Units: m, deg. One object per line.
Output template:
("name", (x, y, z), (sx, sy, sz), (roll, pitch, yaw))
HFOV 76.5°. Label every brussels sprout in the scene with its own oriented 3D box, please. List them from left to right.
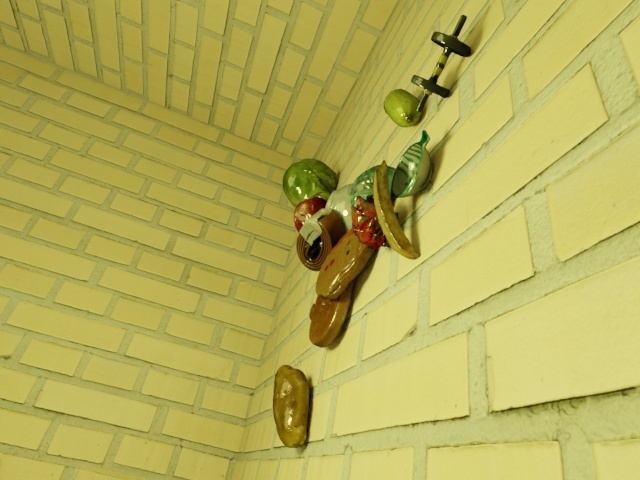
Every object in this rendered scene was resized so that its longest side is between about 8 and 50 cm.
("brussels sprout", (-0.087, -0.367, 2.772), (0.425, 0.361, 0.342), (-82, 18, -46))

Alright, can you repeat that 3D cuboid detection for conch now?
("conch", (0.209, -0.174, 1.616), (0.220, 0.195, 0.277), (-9, 31, 48))

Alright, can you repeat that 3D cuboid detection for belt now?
("belt", (0.000, 0.000, 1.968), (0.122, 0.217, 0.338), (-37, -23, -38))

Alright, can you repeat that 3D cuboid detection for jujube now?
("jujube", (-0.018, -0.074, 2.180), (0.223, 0.223, 0.317), (162, 91, -76))

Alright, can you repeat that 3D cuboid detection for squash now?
("squash", (0.344, -0.538, 1.662), (0.247, 0.133, 0.132), (-97, 29, -61))

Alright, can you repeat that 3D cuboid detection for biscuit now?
("biscuit", (0.048, 0.280, 1.776), (0.350, 0.070, 0.394), (-43, 26, 57))
("biscuit", (0.108, 0.072, 1.680), (0.381, 0.074, 0.359), (-49, 18, 32))

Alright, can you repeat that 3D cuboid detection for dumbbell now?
("dumbbell", (0.413, -0.602, 1.397), (0.143, 0.143, 0.325), (-94, 26, -63))

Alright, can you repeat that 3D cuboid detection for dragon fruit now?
("dragon fruit", (0.194, -0.063, 1.448), (0.182, 0.182, 0.188), (128, 160, -57))

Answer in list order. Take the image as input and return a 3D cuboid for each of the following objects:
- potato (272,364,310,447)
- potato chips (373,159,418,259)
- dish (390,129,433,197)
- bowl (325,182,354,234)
("potato", (-0.120, 0.702, 1.726), (0.196, 0.176, 0.369), (-27, 34, 9))
("potato chips", (0.225, -0.103, 1.337), (0.057, 0.080, 0.406), (83, 177, -56))
("dish", (0.325, -0.238, 1.362), (0.224, 0.078, 0.246), (-88, 20, -56))
("bowl", (0.115, -0.155, 2.009), (0.345, 0.157, 0.345), (-161, 90, -78))
